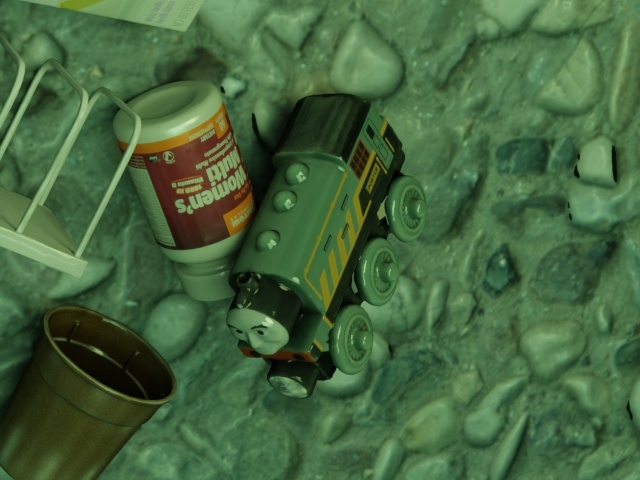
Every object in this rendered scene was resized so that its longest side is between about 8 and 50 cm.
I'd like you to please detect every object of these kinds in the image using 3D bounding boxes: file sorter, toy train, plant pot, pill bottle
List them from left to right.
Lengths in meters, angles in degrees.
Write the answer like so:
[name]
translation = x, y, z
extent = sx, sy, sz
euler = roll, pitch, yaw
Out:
[file sorter]
translation = -0.340, -0.115, 1.368
extent = 0.278, 0.193, 0.173
euler = 25, 98, -29
[plant pot]
translation = -0.271, 0.187, 1.551
extent = 0.167, 0.167, 0.165
euler = 25, 108, -29
[pill bottle]
translation = -0.135, -0.052, 1.518
extent = 0.121, 0.121, 0.221
euler = -24, 119, -11
[toy train]
translation = 0.000, 0.000, 1.523
extent = 0.190, 0.142, 0.334
euler = 52, 51, -42

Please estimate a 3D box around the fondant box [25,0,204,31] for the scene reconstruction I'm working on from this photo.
[fondant box]
translation = -0.239, -0.323, 1.298
extent = 0.330, 0.096, 0.238
euler = 9, 149, -24
